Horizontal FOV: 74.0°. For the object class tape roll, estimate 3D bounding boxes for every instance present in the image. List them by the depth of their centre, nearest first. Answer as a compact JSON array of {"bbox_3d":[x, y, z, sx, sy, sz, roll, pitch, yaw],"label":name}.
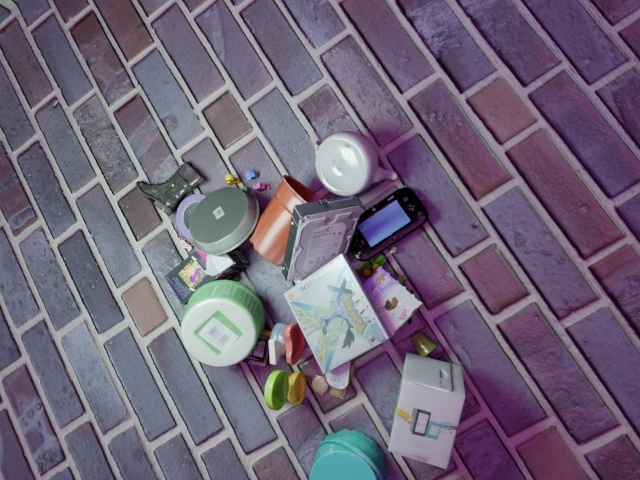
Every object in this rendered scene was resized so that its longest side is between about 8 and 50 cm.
[{"bbox_3d":[-0.491,-0.092,1.749,0.188,0.080,0.189,-1,85,13],"label":"tape roll"}]

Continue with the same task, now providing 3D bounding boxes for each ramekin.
[{"bbox_3d":[-0.358,0.310,1.550,0.302,0.148,0.304,-1,104,-3],"label":"ramekin"}]

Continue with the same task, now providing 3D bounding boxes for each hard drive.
[{"bbox_3d":[0.000,0.000,1.476,0.236,0.339,0.064,-12,51,-25],"label":"hard drive"}]

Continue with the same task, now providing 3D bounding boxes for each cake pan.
[{"bbox_3d":[-0.371,-0.085,1.592,0.292,0.054,0.294,-12,55,18],"label":"cake pan"}]

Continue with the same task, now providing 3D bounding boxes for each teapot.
[{"bbox_3d":[0.114,-0.295,1.587,0.252,0.187,0.256,-18,100,37],"label":"teapot"}]

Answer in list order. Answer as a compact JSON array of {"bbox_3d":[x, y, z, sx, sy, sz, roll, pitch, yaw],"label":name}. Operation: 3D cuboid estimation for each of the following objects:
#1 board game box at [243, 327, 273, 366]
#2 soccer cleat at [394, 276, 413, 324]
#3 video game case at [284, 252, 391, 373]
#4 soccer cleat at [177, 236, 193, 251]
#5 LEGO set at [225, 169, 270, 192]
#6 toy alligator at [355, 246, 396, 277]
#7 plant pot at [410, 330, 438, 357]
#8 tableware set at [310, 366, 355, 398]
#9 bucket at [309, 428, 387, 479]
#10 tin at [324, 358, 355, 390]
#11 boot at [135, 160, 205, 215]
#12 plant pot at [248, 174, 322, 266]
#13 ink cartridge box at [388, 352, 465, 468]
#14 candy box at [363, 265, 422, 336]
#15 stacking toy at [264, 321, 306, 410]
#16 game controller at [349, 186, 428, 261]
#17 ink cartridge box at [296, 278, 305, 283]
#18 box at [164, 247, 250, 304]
[{"bbox_3d":[-0.279,0.411,1.680,0.170,0.048,0.141,9,86,13],"label":"board game box"},{"bbox_3d":[0.314,0.219,1.561,0.072,0.060,0.179,-17,80,9],"label":"soccer cleat"},{"bbox_3d":[0.049,0.260,1.497,0.299,0.036,0.329,-36,74,27],"label":"video game case"},{"bbox_3d":[-0.574,0.015,1.785,0.083,0.029,0.036,34,89,8],"label":"soccer cleat"},{"bbox_3d":[-0.332,-0.231,1.717,0.226,0.093,0.087,-13,83,11],"label":"LEGO set"},{"bbox_3d":[0.213,0.092,1.600,0.189,0.056,0.051,-31,123,5],"label":"toy alligator"},{"bbox_3d":[0.370,0.373,1.532,0.083,0.083,0.079,-43,66,6],"label":"plant pot"},{"bbox_3d":[0.048,0.519,1.615,0.140,0.020,0.169,19,91,13],"label":"tableware set"},{"bbox_3d":[0.096,0.829,1.497,0.280,0.183,0.282,-1,85,12],"label":"bucket"},{"bbox_3d":[0.069,0.461,1.554,0.106,0.040,0.190,11,108,16],"label":"tin"},{"bbox_3d":[-0.631,-0.244,1.796,0.262,0.091,0.229,36,82,23],"label":"boot"},{"bbox_3d":[-0.113,-0.056,1.584,0.272,0.272,0.265,44,103,12],"label":"plant pot"},{"bbox_3d":[0.354,0.558,1.420,0.196,0.198,0.271,12,105,12],"label":"ink cartridge box"},{"bbox_3d":[0.231,0.219,1.501,0.165,0.070,0.196,-44,71,-12],"label":"candy box"},{"bbox_3d":[-0.164,0.456,1.544,0.130,0.279,0.310,-1,87,23],"label":"stacking toy"},{"bbox_3d":[0.239,-0.060,1.594,0.319,0.067,0.167,-34,79,7],"label":"game controller"},{"bbox_3d":[-0.017,0.162,1.621,0.122,0.088,0.052,21,89,13],"label":"ink cartridge box"},{"bbox_3d":[-0.443,0.118,1.678,0.270,0.165,0.143,-38,79,8],"label":"box"}]
